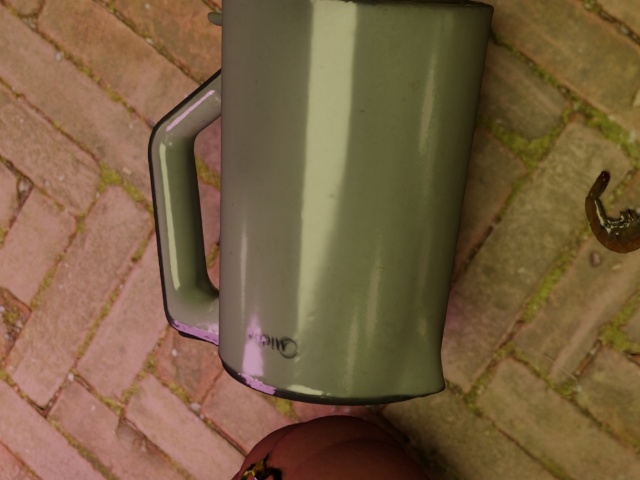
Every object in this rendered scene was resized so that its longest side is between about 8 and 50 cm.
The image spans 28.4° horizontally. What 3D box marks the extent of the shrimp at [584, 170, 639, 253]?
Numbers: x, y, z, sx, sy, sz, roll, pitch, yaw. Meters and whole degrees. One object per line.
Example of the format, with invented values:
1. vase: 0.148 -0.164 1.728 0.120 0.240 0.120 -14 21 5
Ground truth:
1. shrimp: 0.307 -0.040 1.231 0.114 0.023 0.083 -39 85 31

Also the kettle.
1. kettle: -0.024 -0.059 1.236 0.361 0.250 0.377 11 105 29

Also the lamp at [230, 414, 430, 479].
1. lamp: 0.020 0.340 1.343 0.239 0.305 0.305 16 119 -29
